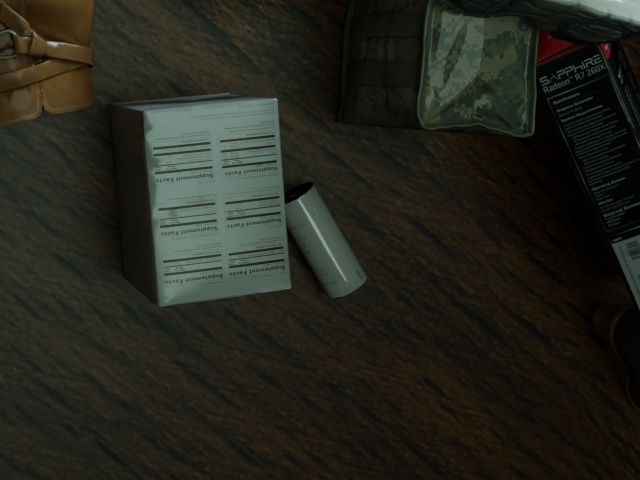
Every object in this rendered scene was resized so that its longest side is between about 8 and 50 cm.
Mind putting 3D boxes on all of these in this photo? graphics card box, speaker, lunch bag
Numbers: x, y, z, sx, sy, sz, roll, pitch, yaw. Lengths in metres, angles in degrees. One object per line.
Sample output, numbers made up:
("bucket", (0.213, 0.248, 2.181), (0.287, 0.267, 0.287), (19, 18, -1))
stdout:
("graphics card box", (0.362, -0.095, 1.672), (0.094, 0.233, 0.371), (-23, 107, 19))
("speaker", (0.000, 0.000, 1.649), (0.055, 0.055, 0.136), (-34, 107, -12))
("lunch bag", (0.133, -0.265, 1.564), (0.168, 0.235, 0.287), (3, 96, -23))

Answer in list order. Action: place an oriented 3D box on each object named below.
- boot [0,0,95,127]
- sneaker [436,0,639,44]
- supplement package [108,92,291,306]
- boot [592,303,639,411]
("boot", (-0.376, -0.224, 1.471), (0.283, 0.109, 0.220), (-12, 105, -25))
("sneaker", (0.209, -0.289, 1.423), (0.297, 0.111, 0.129), (11, 78, -34))
("supplement package", (-0.134, -0.051, 1.520), (0.149, 0.194, 0.203), (-7, 100, -18))
("boot", (0.459, 0.182, 1.754), (0.090, 0.207, 0.248), (-48, 114, -8))
